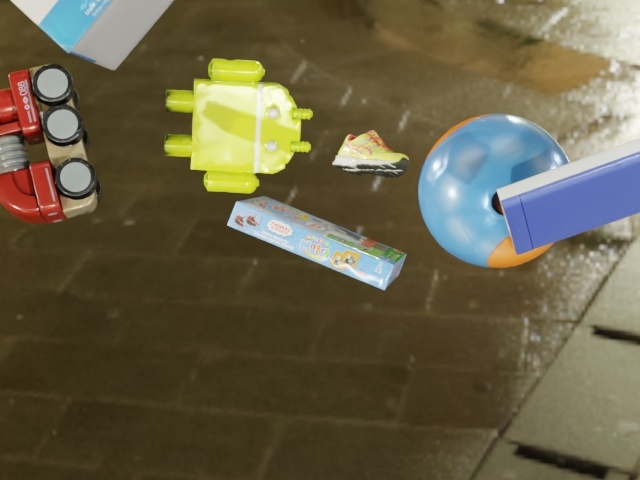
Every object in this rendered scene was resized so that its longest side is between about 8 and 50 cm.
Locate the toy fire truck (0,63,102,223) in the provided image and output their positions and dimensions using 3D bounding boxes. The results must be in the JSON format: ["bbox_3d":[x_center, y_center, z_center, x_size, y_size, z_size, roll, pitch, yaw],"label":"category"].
[{"bbox_3d":[-0.455,-0.127,1.627,0.246,0.217,0.158,-14,-6,-8],"label":"toy fire truck"}]

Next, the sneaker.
[{"bbox_3d":[0.109,-0.189,2.419,0.081,0.094,0.209,25,-9,-42],"label":"sneaker"}]

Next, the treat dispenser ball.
[{"bbox_3d":[0.326,-0.092,2.131,0.288,0.288,0.288,-4,27,2],"label":"treat dispenser ball"}]

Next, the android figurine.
[{"bbox_3d":[-0.151,-0.210,2.113,0.273,0.248,0.056,4,13,-5],"label":"android figurine"}]

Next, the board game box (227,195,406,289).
[{"bbox_3d":[0.000,0.000,1.473,0.212,0.039,0.160,21,8,7],"label":"board game box"}]

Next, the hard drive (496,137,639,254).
[{"bbox_3d":[0.463,-0.081,1.904,0.319,0.210,0.040,-20,62,7],"label":"hard drive"}]

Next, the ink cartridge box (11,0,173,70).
[{"bbox_3d":[-0.302,-0.349,1.367,0.233,0.168,0.171,42,7,5],"label":"ink cartridge box"}]
